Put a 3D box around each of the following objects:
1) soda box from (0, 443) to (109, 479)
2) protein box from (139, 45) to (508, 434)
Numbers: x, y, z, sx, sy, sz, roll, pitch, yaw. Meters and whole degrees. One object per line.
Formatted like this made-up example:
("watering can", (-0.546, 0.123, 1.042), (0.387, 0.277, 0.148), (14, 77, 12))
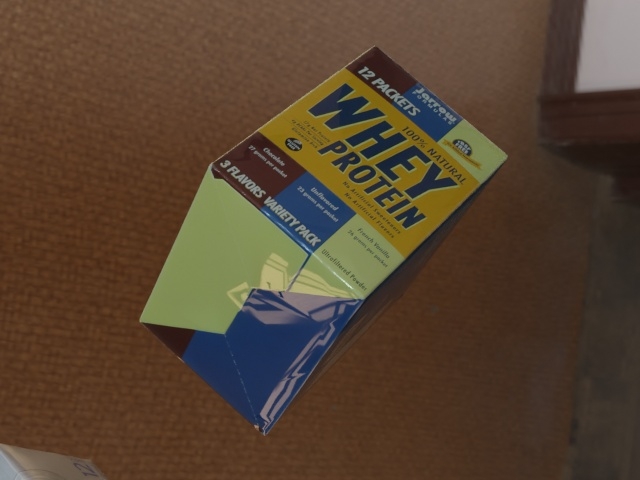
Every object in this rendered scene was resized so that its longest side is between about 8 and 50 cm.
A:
("soda box", (-0.102, 0.235, 0.614), (0.098, 0.286, 0.091), (-55, 146, 4))
("protein box", (0.000, 0.000, 0.846), (0.136, 0.200, 0.201), (41, 48, 8))
